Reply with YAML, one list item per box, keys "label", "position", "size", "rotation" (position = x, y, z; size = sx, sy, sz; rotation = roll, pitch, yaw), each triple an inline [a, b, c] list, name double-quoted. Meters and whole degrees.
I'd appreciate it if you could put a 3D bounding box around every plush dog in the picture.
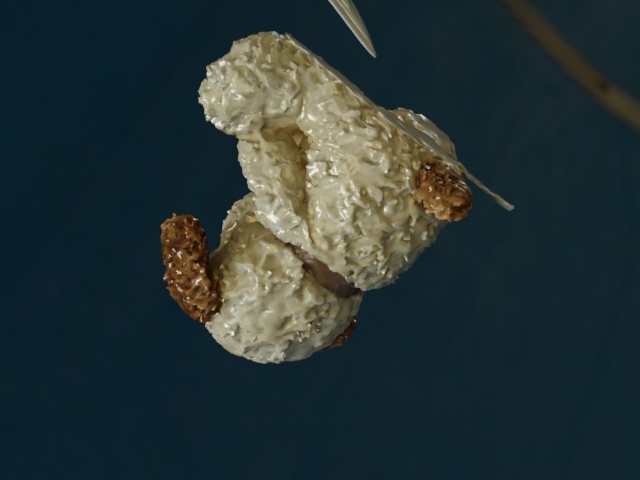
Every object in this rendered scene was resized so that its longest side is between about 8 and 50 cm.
- label: "plush dog"
  position: [0.000, 0.000, 1.503]
  size: [0.262, 0.225, 0.210]
  rotation: [27, -164, -44]

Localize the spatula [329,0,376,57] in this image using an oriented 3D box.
- label: "spatula"
  position: [-0.039, -0.246, 1.313]
  size: [0.242, 0.019, 0.168]
  rotation: [47, -158, -44]
